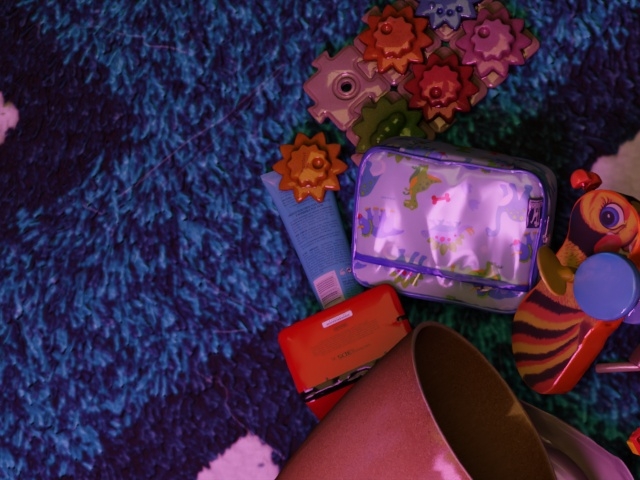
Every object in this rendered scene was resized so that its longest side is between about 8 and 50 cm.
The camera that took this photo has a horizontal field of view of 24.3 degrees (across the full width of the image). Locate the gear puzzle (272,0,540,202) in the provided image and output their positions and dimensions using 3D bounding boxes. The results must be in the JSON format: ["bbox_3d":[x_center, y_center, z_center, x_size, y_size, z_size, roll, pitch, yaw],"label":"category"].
[{"bbox_3d":[0.074,-0.177,1.709,0.339,0.044,0.175,-41,74,0],"label":"gear puzzle"}]

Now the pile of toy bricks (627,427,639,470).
[{"bbox_3d":[0.374,0.255,1.545,0.118,0.105,0.212,-38,110,-21],"label":"pile of toy bricks"}]

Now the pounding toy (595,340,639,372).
[{"bbox_3d":[0.388,0.121,1.579,0.130,0.100,0.141,35,93,2],"label":"pounding toy"}]

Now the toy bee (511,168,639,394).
[{"bbox_3d":[0.299,0.014,1.558,0.298,0.195,0.162,-37,62,3],"label":"toy bee"}]

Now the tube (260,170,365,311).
[{"bbox_3d":[0.000,0.000,1.711,0.080,0.052,0.207,-19,70,-2],"label":"tube"}]

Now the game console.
[{"bbox_3d":[0.044,0.133,1.657,0.144,0.085,0.124,-25,76,8],"label":"game console"}]

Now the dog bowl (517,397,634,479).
[{"bbox_3d":[0.181,0.334,1.582,0.349,0.102,0.349,-2,80,13],"label":"dog bowl"}]

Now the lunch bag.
[{"bbox_3d":[0.145,-0.014,1.636,0.219,0.090,0.176,12,107,15],"label":"lunch bag"}]

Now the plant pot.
[{"bbox_3d":[0.066,0.245,1.471,0.254,0.237,0.237,-35,74,20],"label":"plant pot"}]
